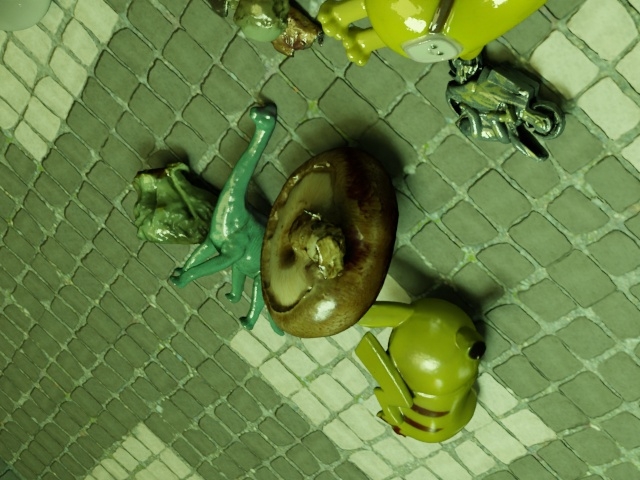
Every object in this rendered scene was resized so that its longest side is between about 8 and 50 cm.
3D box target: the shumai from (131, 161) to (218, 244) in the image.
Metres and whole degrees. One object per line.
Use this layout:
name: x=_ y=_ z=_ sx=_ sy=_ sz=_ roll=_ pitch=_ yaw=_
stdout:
shumai: x=-0.238 y=-0.068 z=2.028 sx=0.184 sy=0.184 sz=0.142 roll=5 pitch=98 yaw=37

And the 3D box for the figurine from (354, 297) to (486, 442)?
figurine: x=0.163 y=0.199 z=1.874 sx=0.218 sy=0.169 sz=0.326 roll=20 pitch=137 yaw=18

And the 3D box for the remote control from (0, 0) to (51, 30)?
remote control: x=-0.587 y=-0.476 z=1.914 sx=0.332 sy=0.103 sz=0.221 roll=35 pitch=138 yaw=-3

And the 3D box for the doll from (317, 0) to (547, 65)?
doll: x=0.174 y=-0.306 z=1.440 sx=0.363 sy=0.145 sz=0.199 roll=-12 pitch=141 yaw=36

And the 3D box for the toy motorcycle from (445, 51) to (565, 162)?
toy motorcycle: x=0.233 y=-0.176 z=1.554 sx=0.193 sy=0.061 sz=0.124 roll=40 pitch=135 yaw=13

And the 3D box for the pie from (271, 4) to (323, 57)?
pie: x=-0.069 y=-0.327 z=1.691 sx=0.170 sy=0.034 sz=0.092 roll=41 pitch=137 yaw=1

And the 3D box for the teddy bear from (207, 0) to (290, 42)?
teddy bear: x=-0.153 y=-0.419 z=1.581 sx=0.256 sy=0.156 sz=0.267 roll=17 pitch=149 yaw=28

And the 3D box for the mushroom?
mushroom: x=0.014 y=0.004 z=1.746 sx=0.163 sy=0.297 sz=0.278 roll=16 pitch=-178 yaw=-16

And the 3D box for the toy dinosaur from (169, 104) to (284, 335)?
toy dinosaur: x=-0.080 y=-0.024 z=1.957 sx=0.383 sy=0.331 sz=0.129 roll=32 pitch=-171 yaw=-47
